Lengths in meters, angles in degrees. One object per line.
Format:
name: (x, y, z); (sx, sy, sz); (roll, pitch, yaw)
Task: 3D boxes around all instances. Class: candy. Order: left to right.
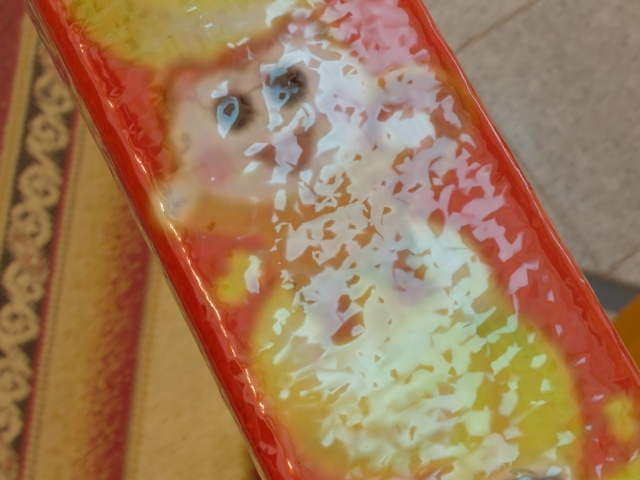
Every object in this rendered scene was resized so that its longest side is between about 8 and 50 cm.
candy: (0.000, 0.000, 0.491); (0.088, 0.146, 0.276); (-26, 73, -4)
